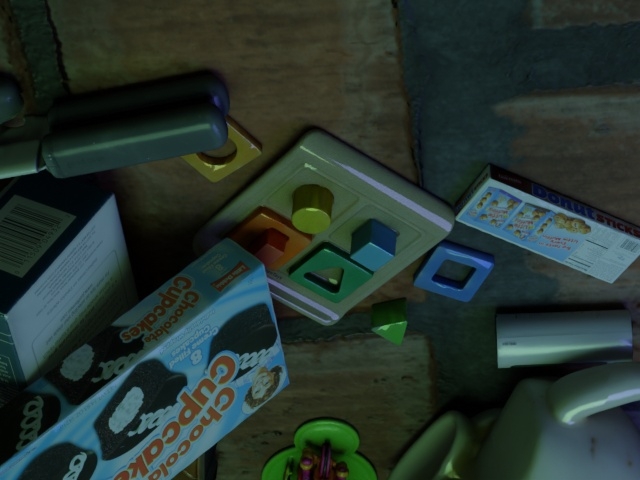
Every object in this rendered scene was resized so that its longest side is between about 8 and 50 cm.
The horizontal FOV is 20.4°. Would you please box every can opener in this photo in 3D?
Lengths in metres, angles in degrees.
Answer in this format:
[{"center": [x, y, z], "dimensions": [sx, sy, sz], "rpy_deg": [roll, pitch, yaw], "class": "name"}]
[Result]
[{"center": [-0.225, -0.107, 1.569], "dimensions": [0.283, 0.076, 0.095], "rpy_deg": [-10, 135, 11], "class": "can opener"}]

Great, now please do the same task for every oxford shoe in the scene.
[{"center": [-0.148, 0.222, 1.908], "dimensions": [0.076, 0.076, 0.212], "rpy_deg": [17, 134, 4], "class": "oxford shoe"}]

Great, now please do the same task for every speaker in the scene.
[{"center": [0.242, 0.097, 1.771], "dimensions": [0.136, 0.055, 0.055], "rpy_deg": [-3, 135, 5], "class": "speaker"}]

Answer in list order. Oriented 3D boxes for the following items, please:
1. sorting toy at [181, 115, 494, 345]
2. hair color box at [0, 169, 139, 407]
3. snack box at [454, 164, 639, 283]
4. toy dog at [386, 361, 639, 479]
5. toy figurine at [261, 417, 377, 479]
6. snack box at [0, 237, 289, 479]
[{"center": [0.000, 0.000, 1.688], "dimensions": [0.347, 0.047, 0.196], "rpy_deg": [29, 130, -24], "class": "sorting toy"}, {"center": [-0.256, 0.115, 1.711], "dimensions": [0.105, 0.174, 0.347], "rpy_deg": [19, 141, 24], "class": "hair color box"}, {"center": [0.218, -0.014, 1.681], "dimensions": [0.178, 0.022, 0.064], "rpy_deg": [22, 133, -19], "class": "snack box"}, {"center": [0.318, 0.308, 1.868], "dimensions": [0.408, 0.284, 0.395], "rpy_deg": [25, 107, -22], "class": "toy dog"}, {"center": [-0.001, 0.306, 1.921], "dimensions": [0.130, 0.159, 0.173], "rpy_deg": [7, 135, -4], "class": "toy figurine"}, {"center": [-0.174, 0.159, 1.659], "dimensions": [0.322, 0.060, 0.187], "rpy_deg": [-38, 144, -22], "class": "snack box"}]
